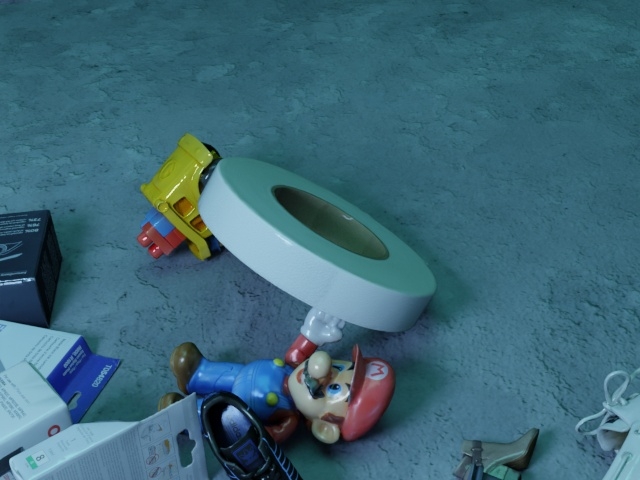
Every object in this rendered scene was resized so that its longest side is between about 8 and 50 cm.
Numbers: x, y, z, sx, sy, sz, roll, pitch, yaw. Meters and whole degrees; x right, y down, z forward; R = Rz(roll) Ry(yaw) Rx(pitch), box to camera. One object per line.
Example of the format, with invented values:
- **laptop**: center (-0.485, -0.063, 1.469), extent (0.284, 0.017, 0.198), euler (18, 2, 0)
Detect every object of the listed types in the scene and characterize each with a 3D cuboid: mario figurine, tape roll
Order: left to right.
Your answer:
- **mario figurine**: center (-0.059, 0.185, 1.281), extent (0.320, 0.198, 0.170), euler (-3, -5, 12)
- **tape roll**: center (0.000, 0.000, 1.448), extent (0.392, 0.072, 0.392), euler (28, 16, -8)

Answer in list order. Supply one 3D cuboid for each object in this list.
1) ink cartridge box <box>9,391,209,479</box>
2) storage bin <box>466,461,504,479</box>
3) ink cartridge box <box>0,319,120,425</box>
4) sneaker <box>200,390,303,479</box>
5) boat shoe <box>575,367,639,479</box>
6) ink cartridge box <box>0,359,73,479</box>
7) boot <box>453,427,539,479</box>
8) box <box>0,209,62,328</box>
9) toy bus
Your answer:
- **ink cartridge box**: center (-0.253, 0.285, 1.166), extent (0.224, 0.181, 0.056), euler (-28, 45, -29)
- **storage bin**: center (0.210, 0.341, 1.127), extent (0.091, 0.098, 0.135), euler (15, 39, 8)
- **ink cartridge box**: center (-0.446, 0.215, 1.397), extent (0.224, 0.045, 0.223), euler (8, 37, 16)
- **sneaker**: center (-0.074, 0.284, 1.146), extent (0.081, 0.090, 0.232), euler (-37, 79, -6)
- **boat shoe**: center (0.409, 0.245, 1.216), extent (0.156, 0.136, 0.367), euler (14, 49, 28)
- **ink cartridge box**: center (-0.429, 0.302, 1.146), extent (0.273, 0.197, 0.114), euler (-30, 45, -31)
- **boot**: center (0.230, 0.280, 1.246), extent (0.087, 0.042, 0.118), euler (13, 39, 26)
- **box**: center (-0.526, 0.052, 1.577), extent (0.153, 0.108, 0.207), euler (-6, 36, -3)
- **toy bus**: center (-0.209, -0.042, 1.640), extent (0.211, 0.220, 0.149), euler (-47, 33, -5)
